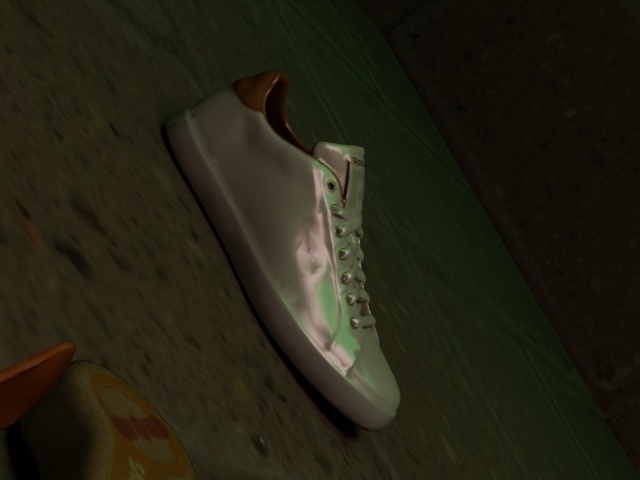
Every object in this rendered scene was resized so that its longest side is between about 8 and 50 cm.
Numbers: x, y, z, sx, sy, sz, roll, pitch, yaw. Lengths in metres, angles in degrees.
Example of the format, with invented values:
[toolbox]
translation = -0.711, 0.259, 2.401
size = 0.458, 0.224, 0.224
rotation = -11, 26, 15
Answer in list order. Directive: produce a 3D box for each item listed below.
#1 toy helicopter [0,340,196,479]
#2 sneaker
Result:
[toy helicopter]
translation = -0.087, 0.117, 0.423
size = 0.235, 0.140, 0.355
rotation = 43, 5, -17
[sneaker]
translation = 0.000, 0.000, 0.961
size = 0.290, 0.123, 0.106
rotation = 60, 11, 7
